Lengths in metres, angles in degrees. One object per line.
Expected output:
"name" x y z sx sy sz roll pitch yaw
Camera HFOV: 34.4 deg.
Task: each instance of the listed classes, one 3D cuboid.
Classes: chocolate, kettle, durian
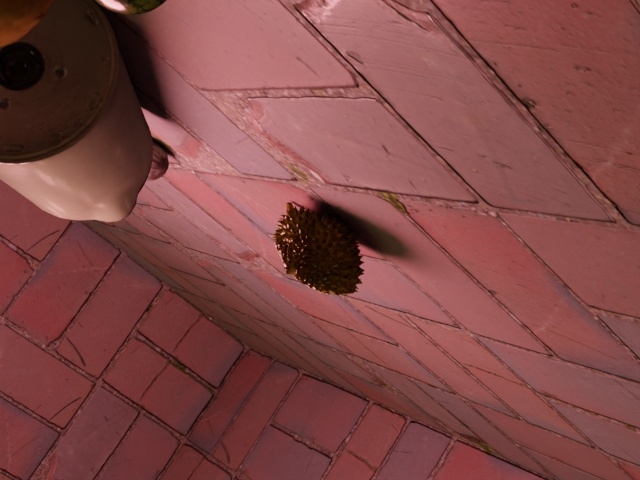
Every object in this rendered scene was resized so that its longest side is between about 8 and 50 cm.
"chocolate" -0.337 -0.161 1.782 0.167 0.072 0.072 32 167 5
"kettle" -0.402 -0.217 1.451 0.361 0.250 0.376 53 173 11
"durian" 0.000 0.000 1.527 0.146 0.102 0.208 22 -158 -37

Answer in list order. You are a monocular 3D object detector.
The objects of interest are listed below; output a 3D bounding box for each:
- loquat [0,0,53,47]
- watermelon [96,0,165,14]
"loquat" -0.344 -0.296 0.950 0.244 0.244 0.244 32 167 8
"watermelon" -0.181 -0.265 0.970 0.109 0.109 0.109 32 167 8
